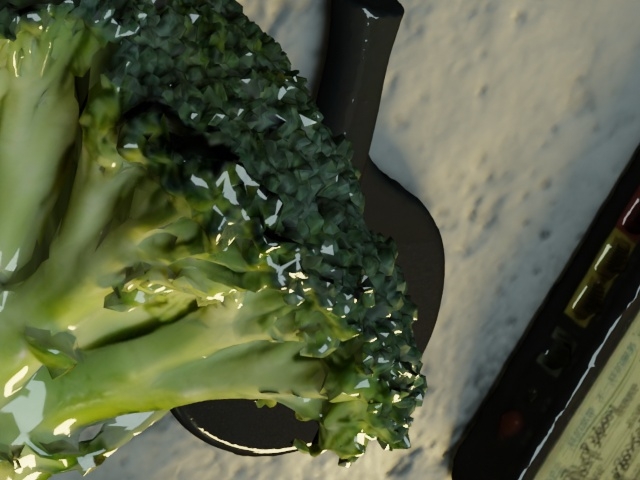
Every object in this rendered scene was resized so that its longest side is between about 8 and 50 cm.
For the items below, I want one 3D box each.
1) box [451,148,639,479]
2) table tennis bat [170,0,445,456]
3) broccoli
[{"bbox_3d":[0.231,0.028,0.880,0.211,0.058,0.350,24,101,-36],"label":"box"},{"bbox_3d":[0.000,0.000,0.746,0.150,0.027,0.236,-3,118,-29],"label":"table tennis bat"},{"bbox_3d":[-0.118,0.066,0.583,0.252,0.221,0.361,5,113,-35],"label":"broccoli"}]
